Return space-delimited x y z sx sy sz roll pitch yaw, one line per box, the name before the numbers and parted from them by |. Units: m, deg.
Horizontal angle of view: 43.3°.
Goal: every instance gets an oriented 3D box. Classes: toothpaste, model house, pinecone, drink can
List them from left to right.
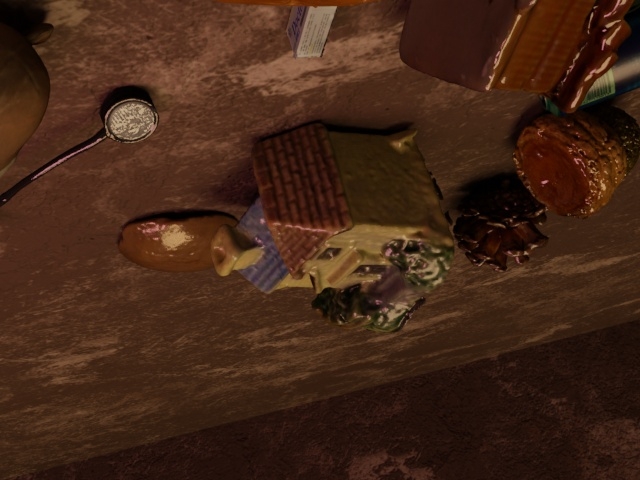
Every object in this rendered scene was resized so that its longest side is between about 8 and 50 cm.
toothpaste | -0.002 -0.263 0.866 0.034 0.046 0.164 -9 156 -18
model house | 0.000 0.000 1.202 0.266 0.261 0.321 5 146 -33
pinecone | 0.330 -0.025 1.474 0.179 0.149 0.195 -15 161 -14
model house | 0.239 -0.242 0.885 0.229 0.219 0.199 1 123 -32
drink can | 0.377 -0.245 1.045 0.205 0.118 0.118 -19 156 11

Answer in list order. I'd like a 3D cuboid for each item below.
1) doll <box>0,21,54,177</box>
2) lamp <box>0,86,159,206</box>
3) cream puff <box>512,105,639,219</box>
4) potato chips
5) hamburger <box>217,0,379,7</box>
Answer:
doll | -0.412 -0.114 0.812 0.330 0.235 0.174 -22 116 27
lamp | -0.372 -0.096 1.035 0.371 0.108 0.130 -41 136 19
cream puff | 0.424 -0.144 1.283 0.169 0.183 0.183 -35 163 -21
potato chips | -0.232 0.015 1.342 0.195 0.061 0.208 -20 159 17
hamburger | -0.009 -0.303 0.624 0.290 0.170 0.314 -6 157 -5
